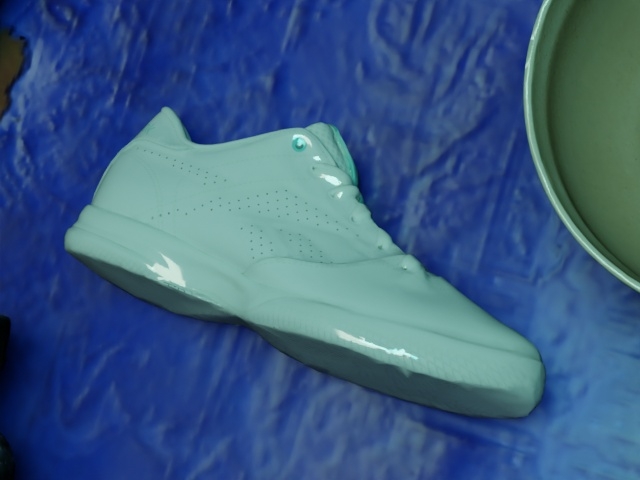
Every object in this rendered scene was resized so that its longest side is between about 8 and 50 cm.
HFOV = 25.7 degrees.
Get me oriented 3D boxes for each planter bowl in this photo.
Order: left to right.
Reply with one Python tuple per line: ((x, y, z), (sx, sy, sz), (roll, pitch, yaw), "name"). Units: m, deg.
((0.162, -0.042, 0.498), (0.162, 0.109, 0.162), (-4, 78, 18), "planter bowl")

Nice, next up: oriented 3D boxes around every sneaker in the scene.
((0.000, 0.000, 0.565), (0.212, 0.080, 0.094), (21, 75, 21), "sneaker")

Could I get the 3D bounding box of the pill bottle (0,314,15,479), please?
((-0.195, 0.130, 0.574), (0.123, 0.123, 0.219), (7, 82, 19), "pill bottle")
